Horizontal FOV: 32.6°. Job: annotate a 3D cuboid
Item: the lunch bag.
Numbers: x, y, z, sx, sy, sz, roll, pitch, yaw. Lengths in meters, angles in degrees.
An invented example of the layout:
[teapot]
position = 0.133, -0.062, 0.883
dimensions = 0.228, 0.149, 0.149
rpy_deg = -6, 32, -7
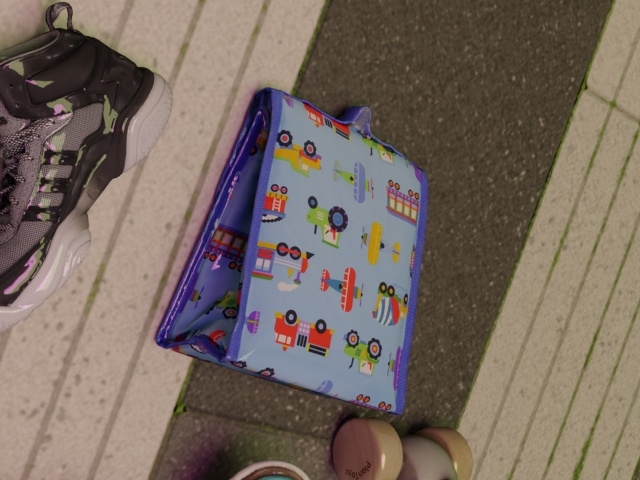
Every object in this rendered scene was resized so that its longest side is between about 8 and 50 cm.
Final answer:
[lunch bag]
position = 0.000, 0.000, 1.090
dimensions = 0.221, 0.138, 0.293
rpy_deg = 23, 79, -36

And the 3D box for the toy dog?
[toy dog]
position = 0.099, 0.357, 1.227
dimensions = 0.220, 0.161, 0.333
rpy_deg = -16, 111, -33

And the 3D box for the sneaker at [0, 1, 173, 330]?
[sneaker]
position = -0.246, -0.065, 0.895
dimensions = 0.153, 0.101, 0.268
rpy_deg = 44, 70, -36

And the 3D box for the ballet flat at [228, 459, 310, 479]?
[ballet flat]
position = -0.092, 0.398, 1.122
dimensions = 0.139, 0.139, 0.400
rpy_deg = 2, 101, -38
